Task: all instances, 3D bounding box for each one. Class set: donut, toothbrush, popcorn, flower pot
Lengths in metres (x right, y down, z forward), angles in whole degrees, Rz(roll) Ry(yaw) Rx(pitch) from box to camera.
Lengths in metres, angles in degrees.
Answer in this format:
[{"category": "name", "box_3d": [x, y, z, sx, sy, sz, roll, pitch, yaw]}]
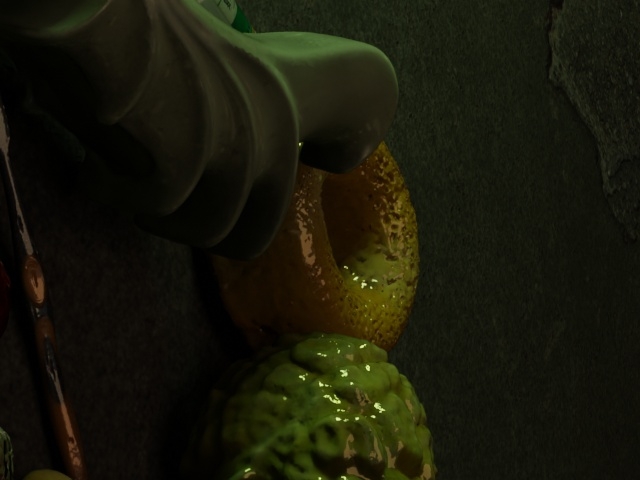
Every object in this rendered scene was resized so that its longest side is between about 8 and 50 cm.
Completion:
[{"category": "donut", "box_3d": [-0.001, -0.002, 1.308, 0.277, 0.108, 0.277, 18, 69, -56]}, {"category": "toothbrush", "box_3d": [-0.209, 0.037, 1.028, 0.023, 0.031, 0.321, -15, 98, -24]}, {"category": "popcorn", "box_3d": [0.002, 0.210, 1.194, 0.251, 0.206, 0.237, 60, 21, -52]}, {"category": "flower pot", "box_3d": [-0.102, -0.152, 1.059, 0.254, 0.164, 0.367, -49, 127, -23]}]

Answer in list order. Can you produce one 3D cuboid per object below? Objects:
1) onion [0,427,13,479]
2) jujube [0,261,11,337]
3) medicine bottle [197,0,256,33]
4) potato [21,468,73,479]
[{"category": "onion", "box_3d": [-0.236, 0.162, 0.809, 0.147, 0.184, 0.184, -49, 142, 5]}, {"category": "jujube", "box_3d": [-0.268, 0.000, 0.820, 0.236, 0.168, 0.168, 50, 44, -47]}, {"category": "medicine bottle", "box_3d": [-0.113, -0.192, 1.188, 0.130, 0.080, 0.080, 55, 41, -39]}, {"category": "potato", "box_3d": [-0.190, 0.197, 0.998, 0.083, 0.062, 0.068, 92, -14, -47]}]
